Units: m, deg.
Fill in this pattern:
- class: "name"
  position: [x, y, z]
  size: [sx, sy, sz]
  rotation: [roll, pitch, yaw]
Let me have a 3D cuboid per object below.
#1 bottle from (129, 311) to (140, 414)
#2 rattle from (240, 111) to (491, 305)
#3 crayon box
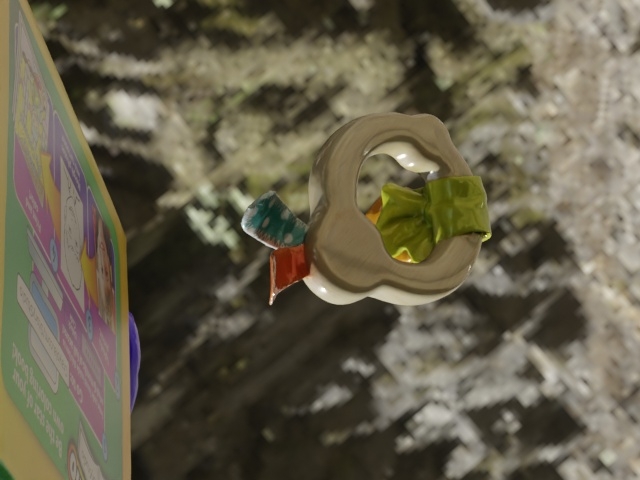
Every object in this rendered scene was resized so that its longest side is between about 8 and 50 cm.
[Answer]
- class: "bottle"
  position: [-0.227, 0.050, 1.020]
  size: [0.283, 0.092, 0.118]
  rotation: [11, -173, 41]
- class: "rattle"
  position: [0.000, 0.000, 1.180]
  size: [0.143, 0.200, 0.130]
  rotation: [-1, 115, 49]
- class: "crayon box"
  position: [-0.122, 0.012, 0.564]
  size: [0.278, 0.081, 0.165]
  rotation: [77, -172, -61]
